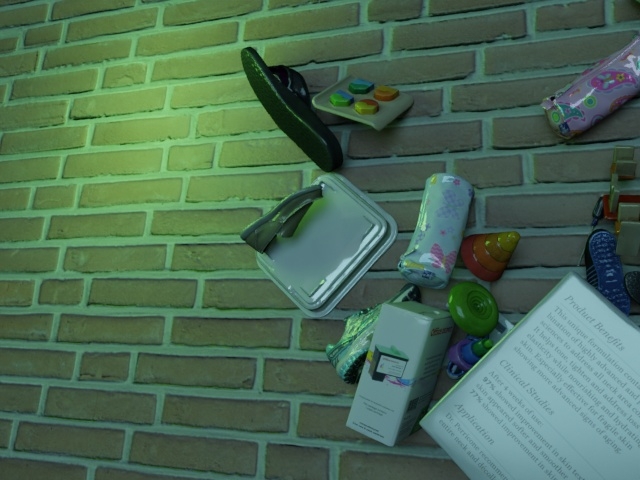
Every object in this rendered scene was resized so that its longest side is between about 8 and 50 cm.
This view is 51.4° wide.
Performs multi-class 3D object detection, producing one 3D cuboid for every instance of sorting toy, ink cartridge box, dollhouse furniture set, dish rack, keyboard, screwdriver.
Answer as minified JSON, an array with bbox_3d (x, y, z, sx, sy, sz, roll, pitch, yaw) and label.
[{"bbox_3d":[0.113,-0.370,1.740,0.208,0.038,0.193,27,46,24],"label":"sorting toy"},{"bbox_3d":[0.363,0.106,1.422,0.127,0.126,0.366,31,53,-11],"label":"sorting toy"},{"bbox_3d":[0.180,0.277,1.445,0.117,0.201,0.278,19,95,26],"label":"ink cartridge box"},{"bbox_3d":[0.731,-0.067,1.391,0.259,0.135,0.262,3,44,17],"label":"dollhouse furniture set"},{"bbox_3d":[0.000,0.000,1.709,0.285,0.072,0.333,43,93,26],"label":"dish rack"},{"bbox_3d":[0.403,0.206,1.522,0.072,0.014,0.256,-45,64,-3],"label":"keyboard"},{"bbox_3d":[0.612,-0.021,1.511,0.025,0.024,0.170,25,91,55],"label":"screwdriver"}]

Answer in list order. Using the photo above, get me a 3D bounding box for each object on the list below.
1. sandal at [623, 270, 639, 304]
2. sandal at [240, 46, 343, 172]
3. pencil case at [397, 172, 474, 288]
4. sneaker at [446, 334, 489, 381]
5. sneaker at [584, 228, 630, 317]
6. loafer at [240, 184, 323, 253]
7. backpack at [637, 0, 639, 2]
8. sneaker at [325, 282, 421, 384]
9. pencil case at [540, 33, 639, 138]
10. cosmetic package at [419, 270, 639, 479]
[{"bbox_3d":[0.709,0.118,1.394,0.179,0.040,0.067,22,84,-6],"label":"sandal"},{"bbox_3d":[-0.067,-0.368,1.822,0.107,0.167,0.446,-33,70,-19],"label":"sandal"},{"bbox_3d":[0.274,-0.023,1.564,0.124,0.113,0.273,19,70,7],"label":"pencil case"},{"bbox_3d":[0.332,0.255,1.502,0.053,0.059,0.144,30,91,28],"label":"sneaker"},{"bbox_3d":[0.620,0.089,1.443,0.081,0.090,0.232,-3,94,19],"label":"sneaker"},{"bbox_3d":[-0.085,-0.053,1.680,0.251,0.094,0.087,-35,89,19],"label":"loafer"},{"bbox_3d":[0.852,-0.698,1.520,0.290,0.273,0.356,32,99,20],"label":"backpack"},{"bbox_3d":[0.119,0.198,1.583,0.283,0.110,0.122,-47,50,-4],"label":"sneaker"},{"bbox_3d":[0.651,-0.354,1.539,0.284,0.124,0.124,-34,65,7],"label":"pencil case"},{"bbox_3d":[0.464,0.317,1.255,0.394,0.327,0.329,-47,68,10],"label":"cosmetic package"}]
